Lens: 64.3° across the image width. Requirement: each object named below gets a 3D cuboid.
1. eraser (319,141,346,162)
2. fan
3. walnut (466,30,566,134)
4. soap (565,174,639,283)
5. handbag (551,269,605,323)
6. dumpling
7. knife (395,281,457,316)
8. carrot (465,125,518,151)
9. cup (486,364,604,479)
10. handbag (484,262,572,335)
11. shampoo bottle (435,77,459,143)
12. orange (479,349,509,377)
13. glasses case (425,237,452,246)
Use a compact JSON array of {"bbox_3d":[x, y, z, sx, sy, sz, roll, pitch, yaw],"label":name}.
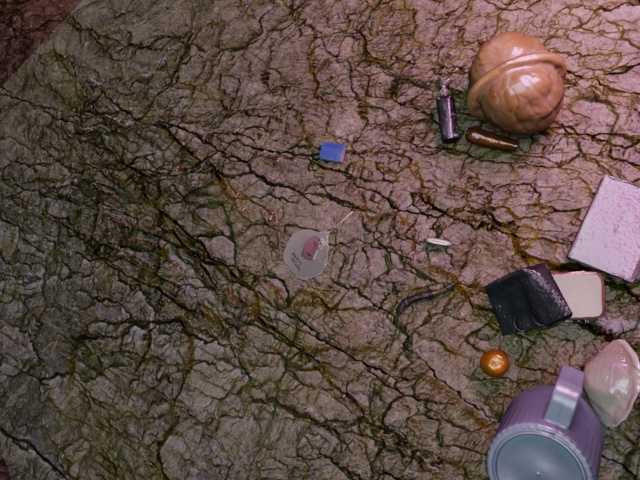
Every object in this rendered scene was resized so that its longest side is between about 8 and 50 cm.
[{"bbox_3d":[0.044,-0.310,1.792,0.085,0.027,0.063,13,91,22],"label":"eraser"},{"bbox_3d":[0.000,0.000,1.786,0.310,0.010,0.182,-44,71,13],"label":"fan"},{"bbox_3d":[0.560,-0.452,1.478,0.285,0.285,0.296,-20,71,19],"label":"walnut"},{"bbox_3d":[0.828,-0.030,1.423,0.181,0.081,0.259,23,94,23],"label":"soap"},{"bbox_3d":[0.707,0.163,1.458,0.194,0.072,0.151,-7,82,19],"label":"handbag"},{"bbox_3d":[0.788,0.383,1.355,0.126,0.166,0.215,36,95,-12],"label":"dumpling"},{"bbox_3d":[0.333,0.178,1.630,0.222,0.021,0.045,-31,73,20],"label":"knife"},{"bbox_3d":[0.534,-0.313,1.588,0.162,0.055,0.055,21,92,15],"label":"carrot"},{"bbox_3d":[0.604,0.521,1.303,0.331,0.311,0.256,-49,69,22],"label":"cup"},{"bbox_3d":[0.578,0.171,1.441,0.089,0.270,0.175,-12,74,-24],"label":"handbag"},{"bbox_3d":[0.410,-0.420,1.642,0.064,0.057,0.207,-8,82,21],"label":"shampoo bottle"},{"bbox_3d":[0.516,0.366,1.512,0.083,0.070,0.083,-5,72,14],"label":"orange"},{"bbox_3d":[0.378,0.005,1.624,0.083,0.032,0.021,11,92,22],"label":"glasses case"}]
